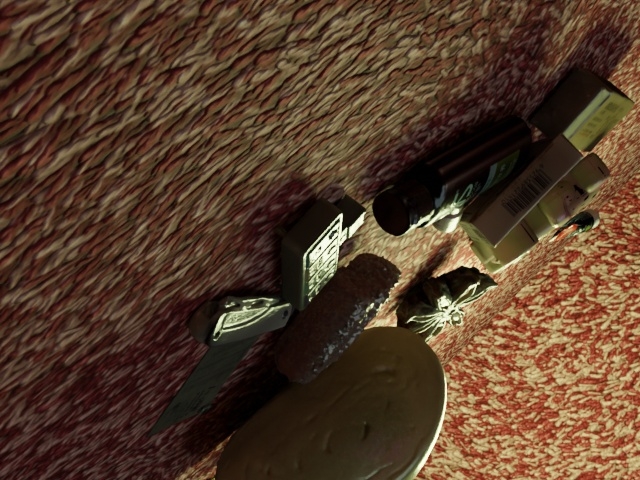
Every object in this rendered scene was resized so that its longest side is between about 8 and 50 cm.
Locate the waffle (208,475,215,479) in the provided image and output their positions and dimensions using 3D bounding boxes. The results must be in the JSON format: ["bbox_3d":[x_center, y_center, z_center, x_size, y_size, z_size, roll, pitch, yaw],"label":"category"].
[{"bbox_3d":[-0.242,0.530,2.202,0.085,0.016,0.078,-56,170,-29],"label":"waffle"}]

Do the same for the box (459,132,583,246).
[{"bbox_3d":[0.350,-0.090,1.921,0.214,0.069,0.353,-46,-179,3],"label":"box"}]

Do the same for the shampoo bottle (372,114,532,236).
[{"bbox_3d":[0.212,-0.100,1.679,0.323,0.084,0.129,-29,156,-42],"label":"shampoo bottle"}]

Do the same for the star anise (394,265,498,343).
[{"bbox_3d":[0.262,0.126,2.319,0.223,0.109,0.236,-45,151,19],"label":"star anise"}]

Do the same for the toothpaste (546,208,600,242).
[{"bbox_3d":[0.546,-0.030,2.268,0.071,0.045,0.193,-38,169,32],"label":"toothpaste"}]

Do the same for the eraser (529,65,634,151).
[{"bbox_3d":[0.512,-0.250,2.050,0.144,0.078,0.343,-50,163,18],"label":"eraser"}]

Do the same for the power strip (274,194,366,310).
[{"bbox_3d":[0.000,0.000,1.470,0.145,0.061,0.215,-46,166,-20],"label":"power strip"}]

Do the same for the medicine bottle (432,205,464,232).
[{"bbox_3d":[0.228,-0.055,1.878,0.052,0.052,0.089,-39,163,-20],"label":"medicine bottle"}]

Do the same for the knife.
[{"bbox_3d":[-0.102,0.105,1.487,0.073,0.041,0.265,-60,161,11],"label":"knife"}]

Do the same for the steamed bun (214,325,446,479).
[{"bbox_3d":[0.036,0.368,1.915,0.456,0.290,0.371,-40,175,-9],"label":"steamed bun"}]

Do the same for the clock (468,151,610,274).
[{"bbox_3d":[0.471,-0.059,2.276,0.309,0.114,0.284,-37,172,-2],"label":"clock"}]

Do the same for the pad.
[{"bbox_3d":[-0.161,0.203,1.640,0.265,0.009,0.159,-54,161,28],"label":"pad"}]

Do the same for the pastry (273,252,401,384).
[{"bbox_3d":[0.018,0.130,1.728,0.265,0.103,0.112,-50,170,8],"label":"pastry"}]
